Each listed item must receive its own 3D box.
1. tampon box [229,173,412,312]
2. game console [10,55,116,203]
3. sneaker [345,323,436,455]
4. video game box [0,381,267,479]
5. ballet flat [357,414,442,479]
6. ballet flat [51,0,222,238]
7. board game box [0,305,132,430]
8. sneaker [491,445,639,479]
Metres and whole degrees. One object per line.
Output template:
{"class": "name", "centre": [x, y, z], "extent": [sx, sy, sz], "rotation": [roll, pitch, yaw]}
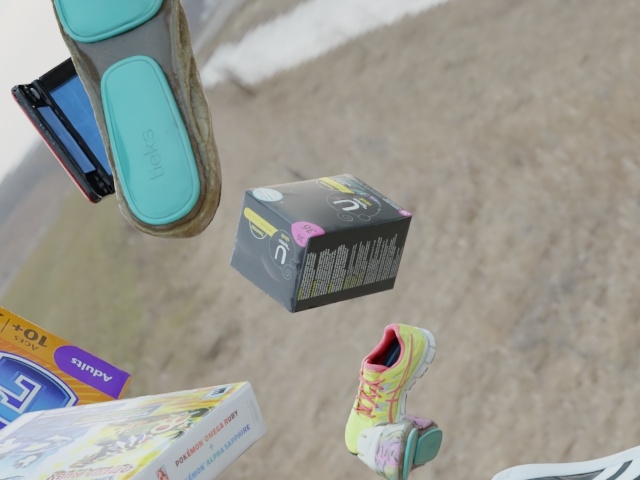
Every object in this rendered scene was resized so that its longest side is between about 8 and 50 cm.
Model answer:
{"class": "tampon box", "centre": [0.000, 0.000, 1.961], "extent": [0.161, 0.120, 0.101], "rotation": [-11, -56, -41]}
{"class": "game console", "centre": [-0.233, -0.121, 1.758], "extent": [0.085, 0.144, 0.124], "rotation": [-36, 4, 5]}
{"class": "sneaker", "centre": [0.081, 0.208, 2.464], "extent": [0.081, 0.094, 0.208], "rotation": [19, 82, 40]}
{"class": "video game box", "centre": [-0.167, 0.159, 1.146], "extent": [0.205, 0.048, 0.187], "rotation": [-11, 16, 29]}
{"class": "ballet flat", "centre": [0.089, 0.247, 2.073], "extent": [0.221, 0.079, 0.076], "rotation": [-2, -75, -75]}
{"class": "ballet flat", "centre": [-0.150, -0.163, 1.473], "extent": [0.116, 0.342, 0.124], "rotation": [-19, -8, 10]}
{"class": "board game box", "centre": [-0.440, 0.258, 1.568], "extent": [0.356, 0.357, 0.356], "rotation": [-59, 6, 29]}
{"class": "sneaker", "centre": [0.267, 0.258, 1.550], "extent": [0.079, 0.217, 0.121], "rotation": [72, -170, -55]}
